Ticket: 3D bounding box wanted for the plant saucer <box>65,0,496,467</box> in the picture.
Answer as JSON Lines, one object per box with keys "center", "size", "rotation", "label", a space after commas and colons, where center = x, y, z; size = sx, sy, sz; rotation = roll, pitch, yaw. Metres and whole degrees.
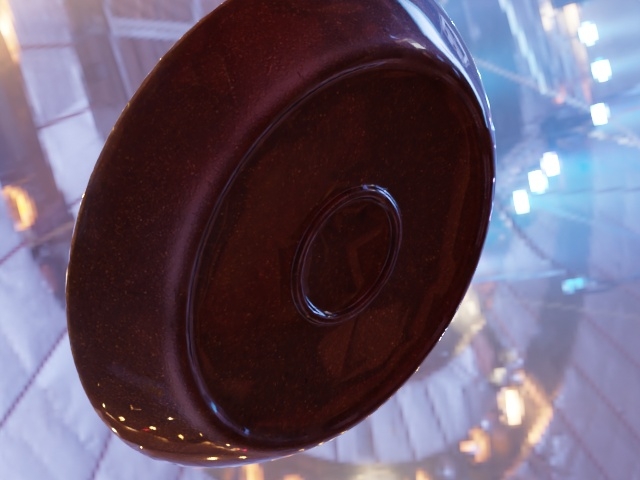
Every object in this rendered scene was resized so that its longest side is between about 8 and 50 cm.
{"center": [0.000, 0.000, 0.448], "size": [0.168, 0.029, 0.168], "rotation": [-24, -53, -35], "label": "plant saucer"}
